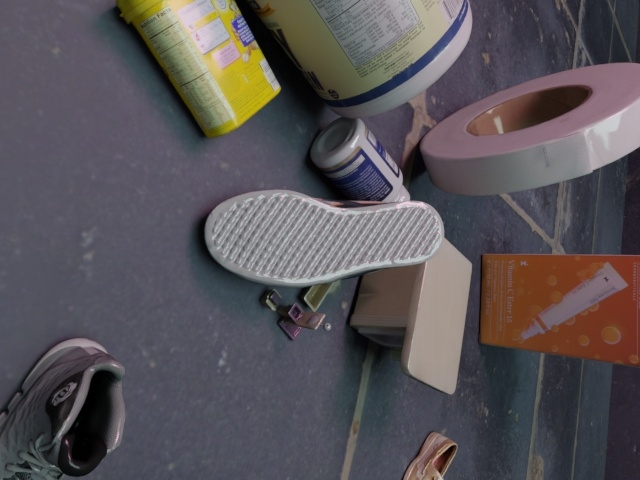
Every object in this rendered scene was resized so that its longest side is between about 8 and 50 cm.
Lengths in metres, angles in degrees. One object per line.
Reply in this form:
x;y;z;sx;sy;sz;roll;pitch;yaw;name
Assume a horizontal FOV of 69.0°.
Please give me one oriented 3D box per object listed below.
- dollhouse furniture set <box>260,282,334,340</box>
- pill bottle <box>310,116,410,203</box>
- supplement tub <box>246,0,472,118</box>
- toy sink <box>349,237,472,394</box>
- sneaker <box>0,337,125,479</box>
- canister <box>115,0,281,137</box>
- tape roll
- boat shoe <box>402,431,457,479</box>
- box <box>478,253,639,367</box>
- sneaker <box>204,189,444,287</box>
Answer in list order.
-0.008;0.074;0.654;0.114;0.081;0.091;-54;124;-31;dollhouse furniture set
0.069;-0.104;0.725;0.169;0.094;0.094;43;61;-36;pill bottle
0.021;-0.345;0.582;0.325;0.235;0.236;45;59;-35;supplement tub
0.148;0.117;0.777;0.152;0.131;0.235;33;62;-39;toy sink
-0.240;0.192;0.382;0.086;0.132;0.229;42;61;-36;sneaker
-0.131;-0.222;0.542;0.126;0.073;0.170;-51;124;-33;canister
0.371;-0.202;0.824;0.392;0.391;0.072;-43;119;-37;tape roll
0.206;0.441;0.878;0.170;0.059;0.063;-48;121;-34;boat shoe
0.551;0.142;1.029;0.168;0.345;0.215;8;83;-45;box
0.000;0.000;0.643;0.320;0.127;0.126;1;87;-19;sneaker
